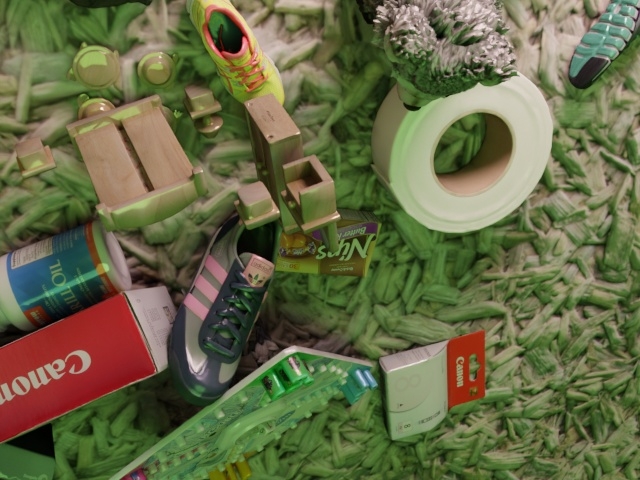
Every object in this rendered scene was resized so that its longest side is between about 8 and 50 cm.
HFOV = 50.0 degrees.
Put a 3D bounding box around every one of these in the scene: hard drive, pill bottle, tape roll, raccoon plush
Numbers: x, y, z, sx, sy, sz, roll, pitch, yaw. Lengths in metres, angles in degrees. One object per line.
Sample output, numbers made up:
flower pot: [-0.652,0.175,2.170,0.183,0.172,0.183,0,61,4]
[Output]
hard drive: [-0.548,0.305,1.101,0.254,0.172,0.054,30,90,-27]
pill bottle: [-0.412,0.063,1.036,0.221,0.124,0.124,-22,121,-4]
tape roll: [0.229,-0.157,1.129,0.286,0.100,0.286,-8,120,-13]
raccoon plush: [0.147,-0.389,0.843,0.216,0.299,0.446,-4,117,2]

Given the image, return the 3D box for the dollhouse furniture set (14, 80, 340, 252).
dollhouse furniture set: [-0.192,-0.043,0.938,0.355,0.303,0.174,-22,139,-13]

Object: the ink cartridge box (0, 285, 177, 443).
ink cartridge box: [-0.376,0.188,1.003,0.309,0.272,0.130,-25,87,1]

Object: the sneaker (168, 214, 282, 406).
sneaker: [-0.131,0.082,1.013,0.112,0.319,0.131,29,142,-28]

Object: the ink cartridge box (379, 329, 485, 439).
ink cartridge box: [0.238,0.296,1.399,0.232,0.066,0.189,-11,119,-6]

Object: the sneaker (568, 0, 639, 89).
sneaker: [0.503,-0.340,1.127,0.098,0.083,0.224,19,110,-30]

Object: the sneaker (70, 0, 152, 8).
sneaker: [-0.297,-0.419,0.831,0.130,0.109,0.286,-13,118,-3]

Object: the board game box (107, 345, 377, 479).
board game box: [-0.112,0.325,1.171,0.390,0.050,0.390,-37,156,10]

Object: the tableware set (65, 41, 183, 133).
tableware set: [-0.279,-0.209,0.991,0.168,0.020,0.141,3,121,-22]

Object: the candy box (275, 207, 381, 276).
candy box: [0.000,0.000,1.170,0.186,0.053,0.109,6,115,-18]

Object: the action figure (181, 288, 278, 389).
action figure: [-0.145,0.197,1.181,0.164,0.141,0.276,-27,124,9]

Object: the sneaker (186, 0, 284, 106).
sneaker: [-0.116,-0.257,0.973,0.081,0.094,0.208,-37,123,2]
